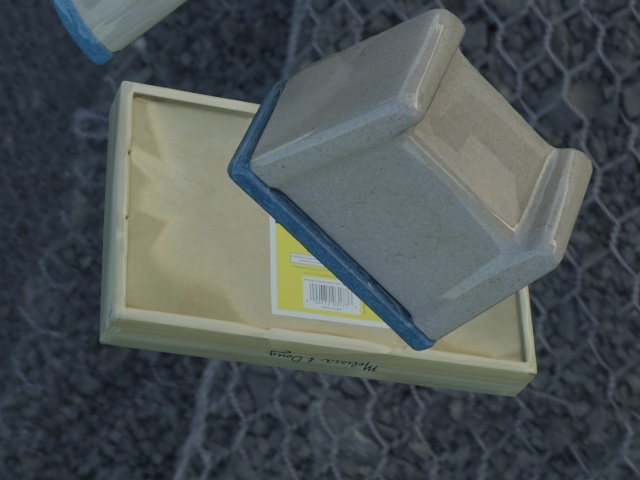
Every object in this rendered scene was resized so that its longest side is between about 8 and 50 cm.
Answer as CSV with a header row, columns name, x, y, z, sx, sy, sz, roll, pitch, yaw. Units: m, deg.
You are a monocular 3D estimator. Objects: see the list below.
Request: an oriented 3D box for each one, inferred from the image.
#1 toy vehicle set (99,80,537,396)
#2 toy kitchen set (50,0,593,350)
name,x,y,z,sx,sy,sz,roll,pitch,yaw
toy vehicle set,0.000,0.000,0.940,0.267,0.035,0.166,9,58,-17
toy kitchen set,0.006,-0.090,0.479,0.122,0.166,0.207,-27,28,43
